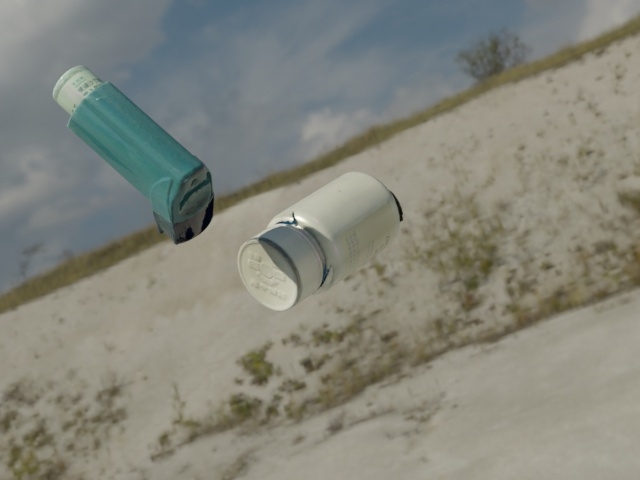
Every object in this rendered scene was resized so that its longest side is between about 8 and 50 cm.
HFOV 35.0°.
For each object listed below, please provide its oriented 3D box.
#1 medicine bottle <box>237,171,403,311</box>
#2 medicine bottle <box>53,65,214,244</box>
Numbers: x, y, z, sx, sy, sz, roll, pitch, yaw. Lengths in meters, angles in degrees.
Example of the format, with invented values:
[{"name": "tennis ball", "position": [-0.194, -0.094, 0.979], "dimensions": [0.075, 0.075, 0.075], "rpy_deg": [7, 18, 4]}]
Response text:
[{"name": "medicine bottle", "position": [0.000, 0.000, 1.592], "dimensions": [0.258, 0.143, 0.143], "rpy_deg": [-34, 2, -43]}, {"name": "medicine bottle", "position": [-0.241, -0.117, 1.330], "dimensions": [0.079, 0.258, 0.124], "rpy_deg": [-42, -11, -29]}]
